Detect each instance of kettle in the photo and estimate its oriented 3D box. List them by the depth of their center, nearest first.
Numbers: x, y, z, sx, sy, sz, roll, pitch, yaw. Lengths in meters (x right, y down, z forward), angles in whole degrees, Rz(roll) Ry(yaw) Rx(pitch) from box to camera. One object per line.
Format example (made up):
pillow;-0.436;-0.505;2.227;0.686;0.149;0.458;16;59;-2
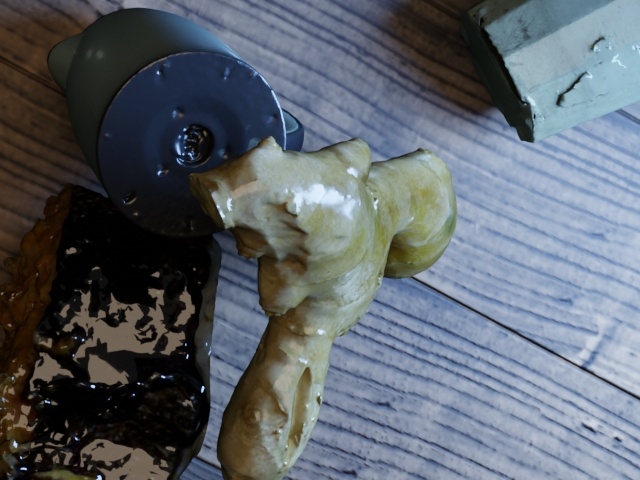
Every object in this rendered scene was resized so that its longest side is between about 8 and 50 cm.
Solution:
kettle;-0.116;-0.110;1.469;0.221;0.236;0.161;10;105;-23

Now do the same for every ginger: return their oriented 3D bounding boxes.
ginger;0.021;-0.001;1.412;0.122;0.348;0.363;32;56;22

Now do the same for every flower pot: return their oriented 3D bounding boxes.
flower pot;0.254;-0.196;1.576;0.202;0.212;0.212;-28;96;-4

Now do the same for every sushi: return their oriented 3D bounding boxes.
sushi;-0.204;0.128;1.458;0.207;0.234;0.348;16;82;-13
